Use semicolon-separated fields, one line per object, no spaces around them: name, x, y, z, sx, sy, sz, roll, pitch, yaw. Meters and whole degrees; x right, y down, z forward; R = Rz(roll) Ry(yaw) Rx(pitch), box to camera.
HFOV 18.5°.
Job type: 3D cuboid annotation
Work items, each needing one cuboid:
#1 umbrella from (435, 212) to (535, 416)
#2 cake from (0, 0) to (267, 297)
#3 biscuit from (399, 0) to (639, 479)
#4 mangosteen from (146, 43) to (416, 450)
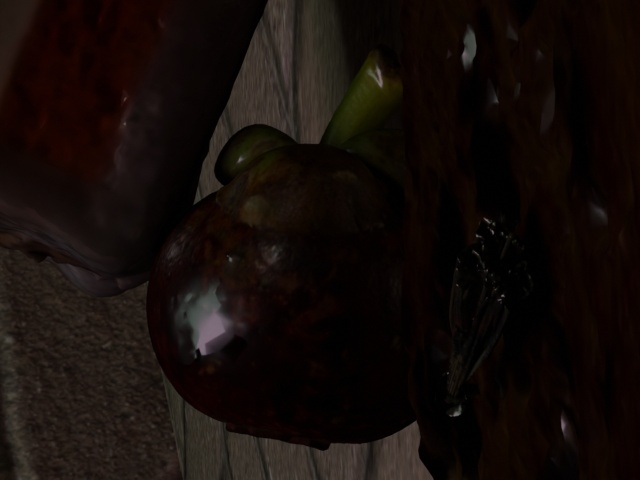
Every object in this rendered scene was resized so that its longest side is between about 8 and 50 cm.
umbrella;0.043;0.020;0.532;0.083;0.020;0.031;94;169;-55
cake;-0.135;-0.149;1.005;0.230;0.237;0.309;142;152;-77
biscuit;0.085;0.012;0.558;0.289;0.081;0.334;-120;28;-65
mangosteen;-0.011;0.006;0.907;0.156;0.145;0.181;167;95;-83
